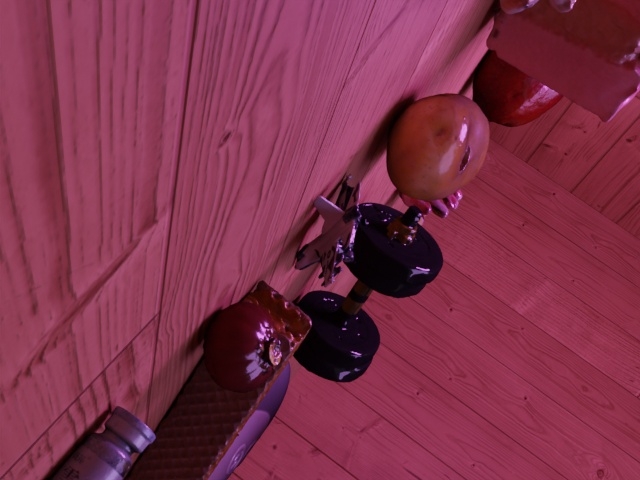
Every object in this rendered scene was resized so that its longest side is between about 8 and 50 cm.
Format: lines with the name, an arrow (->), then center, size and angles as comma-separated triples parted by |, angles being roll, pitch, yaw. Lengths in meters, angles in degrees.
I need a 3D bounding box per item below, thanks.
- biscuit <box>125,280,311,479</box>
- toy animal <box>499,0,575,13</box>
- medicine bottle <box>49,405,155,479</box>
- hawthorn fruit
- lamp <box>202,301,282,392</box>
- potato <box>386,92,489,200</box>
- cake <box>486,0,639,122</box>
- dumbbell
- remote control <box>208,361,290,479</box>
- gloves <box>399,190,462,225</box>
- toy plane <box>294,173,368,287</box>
biscuit -> -0.143, 0.228, 0.992 | 0.379, 0.094, 0.054 | -56, 172, 18
toy animal -> 0.215, -0.334, 0.814 | 0.185, 0.104, 0.184 | -20, 119, -47
medicine bottle -> -0.223, 0.232, 0.673 | 0.191, 0.051, 0.051 | -50, 171, -25
hawthorn fruit -> 0.409, -0.327, 1.668 | 0.251, 0.189, 0.189 | -42, 175, 10
lamp -> -0.088, 0.119, 0.868 | 0.101, 0.090, 0.101 | 4, 90, -66
potato -> 0.165, -0.134, 1.127 | 0.234, 0.146, 0.150 | -8, 90, -63
cake -> 0.467, -0.403, 1.224 | 0.314, 0.293, 0.307 | -41, 164, -36
dumbbell -> 0.068, 0.094, 1.374 | 0.388, 0.185, 0.185 | -59, 171, 28
remote control -> -0.153, 0.303, 1.234 | 0.332, 0.103, 0.221 | -49, 173, -47
gloves -> 0.243, -0.110, 1.799 | 0.145, 0.126, 0.241 | -31, -177, 17
toy plane -> 0.017, 0.001, 1.041 | 0.234, 0.082, 0.160 | 110, -9, -64
